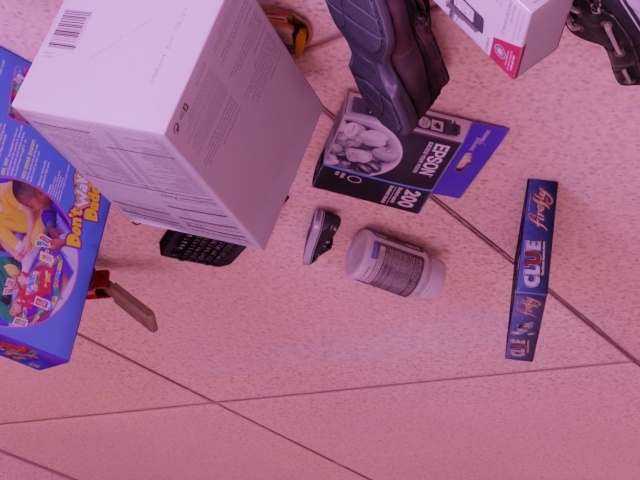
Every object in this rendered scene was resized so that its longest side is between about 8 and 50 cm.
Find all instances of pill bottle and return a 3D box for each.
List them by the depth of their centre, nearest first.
[{"bbox_3d":[0.112,0.040,1.844,0.137,0.078,0.078,20,153,-19],"label":"pill bottle"}]

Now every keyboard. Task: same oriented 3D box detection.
[{"bbox_3d":[-0.186,-0.034,1.857,0.201,0.033,0.317,17,154,-15],"label":"keyboard"}]

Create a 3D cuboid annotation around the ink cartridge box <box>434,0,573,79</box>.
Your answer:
[{"bbox_3d":[0.157,-0.241,1.146,0.150,0.063,0.109,48,163,20],"label":"ink cartridge box"}]

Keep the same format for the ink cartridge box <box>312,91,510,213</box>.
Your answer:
[{"bbox_3d":[0.109,-0.103,1.583,0.208,0.045,0.206,12,155,-7],"label":"ink cartridge box"}]

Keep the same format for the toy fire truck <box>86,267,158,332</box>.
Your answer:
[{"bbox_3d":[-0.395,0.065,2.032,0.246,0.159,0.217,-4,154,2],"label":"toy fire truck"}]

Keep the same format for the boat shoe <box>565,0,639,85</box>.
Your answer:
[{"bbox_3d":[0.280,-0.223,1.166,0.119,0.121,0.335,-10,151,27],"label":"boat shoe"}]

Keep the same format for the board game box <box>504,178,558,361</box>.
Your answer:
[{"bbox_3d":[0.285,0.046,1.692,0.042,0.165,0.243,6,155,8],"label":"board game box"}]

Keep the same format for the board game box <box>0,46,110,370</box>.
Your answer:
[{"bbox_3d":[-0.382,-0.045,1.529,0.233,0.347,0.078,28,150,-33],"label":"board game box"}]

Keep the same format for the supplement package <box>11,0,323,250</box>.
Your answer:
[{"bbox_3d":[-0.156,-0.147,1.363,0.198,0.199,0.263,12,159,27],"label":"supplement package"}]

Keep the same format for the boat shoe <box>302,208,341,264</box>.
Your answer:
[{"bbox_3d":[0.000,0.000,1.839,0.040,0.049,0.142,11,153,-4],"label":"boat shoe"}]

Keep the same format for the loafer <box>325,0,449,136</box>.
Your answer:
[{"bbox_3d":[0.074,-0.228,1.299,0.109,0.095,0.302,43,168,29],"label":"loafer"}]

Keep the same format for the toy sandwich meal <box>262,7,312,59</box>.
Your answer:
[{"bbox_3d":[-0.047,-0.229,1.385,0.085,0.029,0.085,8,155,4],"label":"toy sandwich meal"}]
